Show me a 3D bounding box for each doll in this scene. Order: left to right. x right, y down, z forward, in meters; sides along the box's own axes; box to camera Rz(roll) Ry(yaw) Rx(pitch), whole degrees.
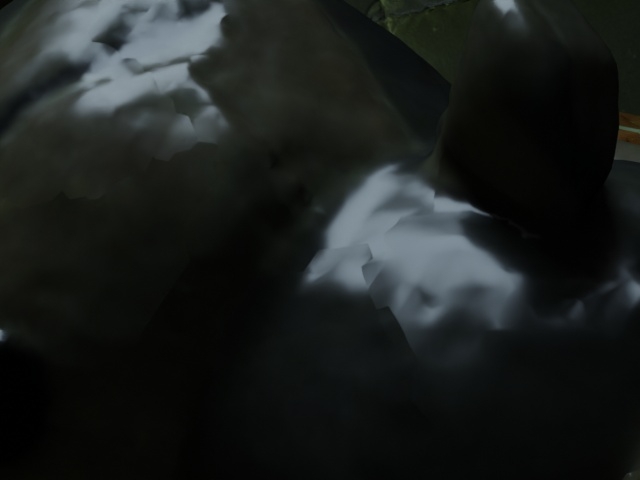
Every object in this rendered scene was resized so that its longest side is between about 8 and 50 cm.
[{"bbox_3d":[0.026,0.040,0.636,0.382,0.252,0.378,28,7,34],"label":"doll"}]

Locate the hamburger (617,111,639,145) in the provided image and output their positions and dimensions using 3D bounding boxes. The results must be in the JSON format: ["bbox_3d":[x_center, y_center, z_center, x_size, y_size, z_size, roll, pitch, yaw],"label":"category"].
[{"bbox_3d":[0.053,-0.011,0.905,0.214,0.125,0.235,5,8,-31],"label":"hamburger"}]
